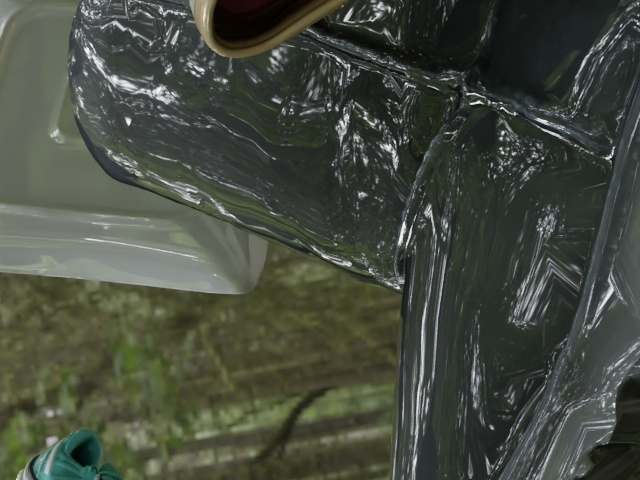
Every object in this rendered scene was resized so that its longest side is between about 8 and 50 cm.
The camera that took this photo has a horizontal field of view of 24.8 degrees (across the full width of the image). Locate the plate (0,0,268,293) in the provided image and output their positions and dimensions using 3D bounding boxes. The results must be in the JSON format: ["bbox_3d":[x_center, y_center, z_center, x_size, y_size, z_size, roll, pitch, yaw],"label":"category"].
[{"bbox_3d":[-0.167,-0.096,1.160,0.045,0.278,0.277,88,-171,-58],"label":"plate"}]

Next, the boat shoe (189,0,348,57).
[{"bbox_3d":[0.021,-0.119,0.486,0.063,0.170,0.059,34,-149,-31],"label":"boat shoe"}]

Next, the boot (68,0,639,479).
[{"bbox_3d":[0.001,-0.002,0.650,0.445,0.146,0.367,26,98,48],"label":"boot"}]

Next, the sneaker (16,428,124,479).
[{"bbox_3d":[-0.259,0.295,1.592,0.107,0.110,0.275,48,179,-34],"label":"sneaker"}]
